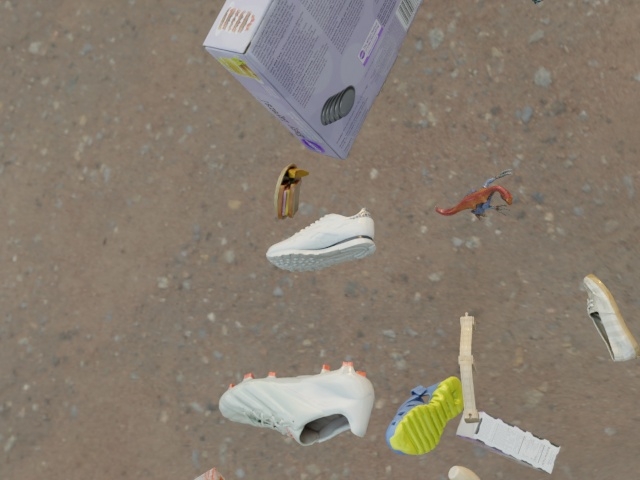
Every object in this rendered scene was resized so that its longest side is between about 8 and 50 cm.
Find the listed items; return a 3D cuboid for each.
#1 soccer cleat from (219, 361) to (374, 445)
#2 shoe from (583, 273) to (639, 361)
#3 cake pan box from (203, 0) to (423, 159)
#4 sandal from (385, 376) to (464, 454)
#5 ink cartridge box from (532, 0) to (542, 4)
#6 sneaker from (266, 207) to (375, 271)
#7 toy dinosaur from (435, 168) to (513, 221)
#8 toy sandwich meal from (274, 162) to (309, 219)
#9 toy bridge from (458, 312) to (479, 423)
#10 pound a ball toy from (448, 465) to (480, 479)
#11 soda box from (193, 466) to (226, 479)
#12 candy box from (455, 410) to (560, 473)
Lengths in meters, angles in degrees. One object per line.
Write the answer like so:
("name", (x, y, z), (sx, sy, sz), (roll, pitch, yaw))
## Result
("soccer cleat", (-0.033, 0.179, 0.792), (0.196, 0.068, 0.076), (-16, 52, 32))
("shoe", (0.644, 0.174, 1.708), (0.058, 0.076, 0.219), (-21, 59, 3))
("cake pan box", (0.011, -0.263, 0.868), (0.070, 0.246, 0.266), (21, 82, 31))
("sandal", (0.256, 0.463, 1.978), (0.138, 0.317, 0.126), (-12, 96, 38))
("ink cartridge box", (0.176, -0.262, 0.627), (0.063, 0.115, 0.029), (-24, 27, 42))
("sneaker", (0.000, 0.000, 1.562), (0.235, 0.090, 0.094), (-11, 66, 14))
("toy dinosaur", (0.183, -0.042, 0.854), (0.090, 0.082, 0.047), (-24, 82, -1))
("toy sandwich meal", (-0.037, -0.064, 1.010), (0.029, 0.085, 0.085), (13, 85, 15))
("toy bridge", (0.252, 0.211, 1.289), (0.026, 0.063, 0.188), (-5, 62, 17))
("pound a ball toy", (0.223, 0.617, 1.564), (0.136, 0.319, 0.208), (39, 116, -9))
("soda box", (-0.192, 0.472, 1.282), (0.063, 0.058, 0.183), (-33, 17, 7))
("candy box", (0.437, 0.472, 1.779), (0.196, 0.165, 0.070), (24, 78, 0))
